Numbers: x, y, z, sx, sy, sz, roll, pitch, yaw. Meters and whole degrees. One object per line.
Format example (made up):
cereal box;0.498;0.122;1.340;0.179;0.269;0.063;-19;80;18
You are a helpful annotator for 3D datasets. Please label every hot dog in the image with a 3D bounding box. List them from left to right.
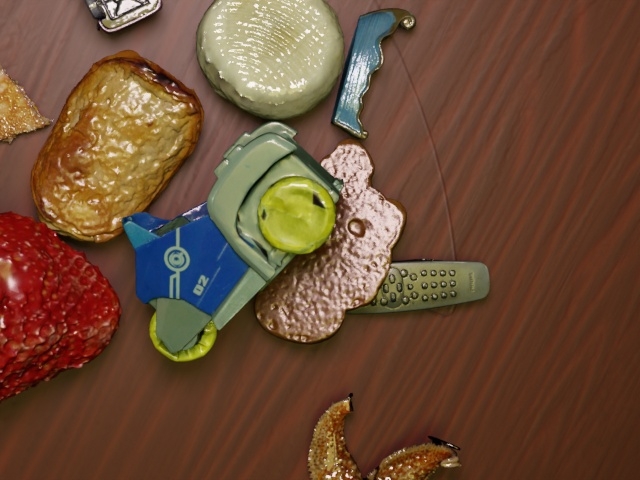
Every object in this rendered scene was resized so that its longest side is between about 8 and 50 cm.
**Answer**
hot dog;-0.272;-0.120;1.541;0.175;0.114;0.259;35;101;-14

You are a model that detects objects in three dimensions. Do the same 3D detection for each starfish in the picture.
starfish;0.080;0.389;1.640;0.312;0.113;0.303;42;91;-6

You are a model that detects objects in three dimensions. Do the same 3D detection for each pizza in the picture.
pizza;-0.424;-0.166;1.561;0.099;0.029;0.100;-41;97;7

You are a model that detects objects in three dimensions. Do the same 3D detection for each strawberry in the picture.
strawberry;-0.422;0.089;1.505;0.261;0.258;0.261;5;101;30

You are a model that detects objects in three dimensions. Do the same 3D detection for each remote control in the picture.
remote control;0.126;0.062;1.639;0.222;0.042;0.072;-4;95;-5

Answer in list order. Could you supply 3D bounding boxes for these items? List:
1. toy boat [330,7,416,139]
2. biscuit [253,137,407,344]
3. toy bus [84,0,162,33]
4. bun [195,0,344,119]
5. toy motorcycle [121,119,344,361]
toy boat;0.072;-0.227;1.583;0.077;0.075;0.185;15;91;-5
biscuit;0.000;0.000;1.603;0.209;0.041;0.290;21;88;7
toy bus;-0.283;-0.368;1.512;0.096;0.108;0.198;-26;97;-3
bun;-0.067;-0.249;1.541;0.196;0.118;0.195;1;81;-4
toy motorcycle;-0.132;-0.007;1.495;0.326;0.191;0.200;-44;98;8
